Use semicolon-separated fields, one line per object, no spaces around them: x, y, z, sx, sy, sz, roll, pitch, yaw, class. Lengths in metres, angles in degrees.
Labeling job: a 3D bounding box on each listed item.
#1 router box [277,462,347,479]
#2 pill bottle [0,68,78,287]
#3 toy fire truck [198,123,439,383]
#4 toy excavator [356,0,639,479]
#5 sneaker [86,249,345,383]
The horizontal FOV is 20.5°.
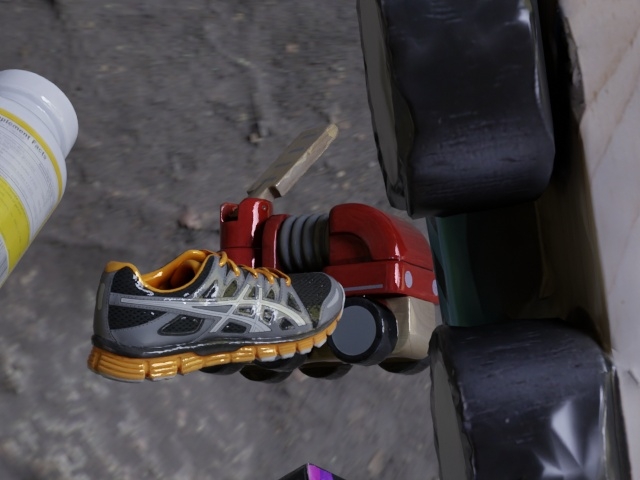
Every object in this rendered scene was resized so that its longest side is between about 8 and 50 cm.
-0.021;0.144;0.536;0.179;0.046;0.133;-35;133;29;router box
-0.226;-0.030;1.140;0.103;0.184;0.103;11;131;13;pill bottle
0.000;0.000;1.590;0.217;0.158;0.246;-6;79;27;toy fire truck
0.145;0.063;0.796;0.222;0.445;0.433;-9;93;-2;toy excavator
-0.070;0.044;1.275;0.084;0.215;0.083;10;106;49;sneaker
